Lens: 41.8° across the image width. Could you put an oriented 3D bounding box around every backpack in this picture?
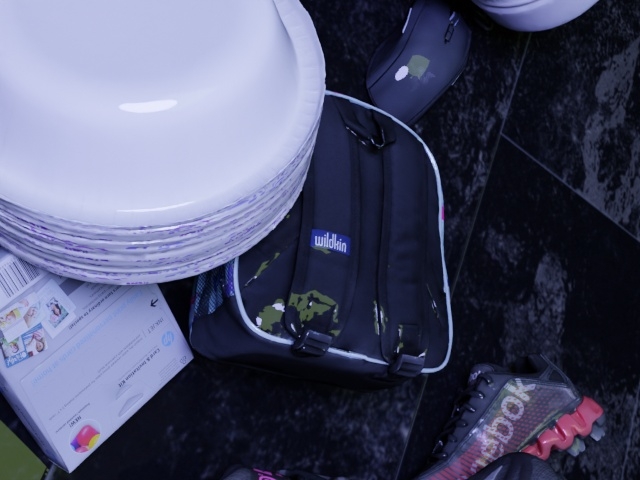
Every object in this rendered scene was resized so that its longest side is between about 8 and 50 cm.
[{"bbox_3d":[0.000,0.000,0.759,0.225,0.191,0.253,15,68,-27],"label":"backpack"}]

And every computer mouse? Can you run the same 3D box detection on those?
[{"bbox_3d":[0.117,-0.269,0.975,0.184,0.060,0.262,48,58,-16],"label":"computer mouse"}]

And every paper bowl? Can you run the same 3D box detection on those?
[{"bbox_3d":[-0.137,-0.121,0.606,0.285,0.148,0.284,5,59,-8],"label":"paper bowl"}]

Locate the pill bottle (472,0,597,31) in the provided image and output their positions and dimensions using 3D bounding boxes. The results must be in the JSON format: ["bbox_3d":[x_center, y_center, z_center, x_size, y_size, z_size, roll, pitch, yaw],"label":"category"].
[{"bbox_3d":[0.148,-0.386,0.836,0.392,0.224,0.224,27,65,-45],"label":"pill bottle"}]

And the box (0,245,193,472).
[{"bbox_3d":[-0.194,0.068,0.667,0.145,0.038,0.186,-44,128,-32],"label":"box"}]

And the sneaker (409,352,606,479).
[{"bbox_3d":[0.168,0.209,0.884,0.276,0.097,0.135,-27,77,-24],"label":"sneaker"}]

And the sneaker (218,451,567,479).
[{"bbox_3d":[0.004,0.264,0.677,0.483,0.185,0.202,-16,79,-22],"label":"sneaker"}]
